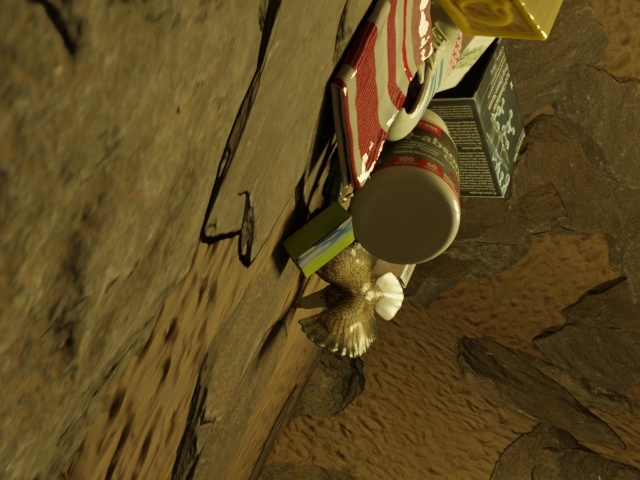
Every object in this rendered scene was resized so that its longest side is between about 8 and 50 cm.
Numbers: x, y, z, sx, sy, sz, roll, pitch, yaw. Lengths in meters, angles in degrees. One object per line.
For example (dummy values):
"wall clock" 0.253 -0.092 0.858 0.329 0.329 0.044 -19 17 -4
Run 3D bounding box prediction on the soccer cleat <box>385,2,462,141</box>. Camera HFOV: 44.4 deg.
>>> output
"soccer cleat" 0.193 -0.337 1.484 0.143 0.116 0.331 97 18 -70

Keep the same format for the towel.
"towel" 0.101 -0.264 1.157 0.237 0.037 0.329 78 34 -57

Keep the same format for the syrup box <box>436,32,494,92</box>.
"syrup box" 0.305 -0.441 1.755 0.093 0.096 0.237 -24 163 -34

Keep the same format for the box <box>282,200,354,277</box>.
"box" 0.000 0.000 1.234 0.109 0.042 0.178 -38 168 -4

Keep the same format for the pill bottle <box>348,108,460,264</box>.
"pill bottle" 0.177 -0.128 1.599 0.363 0.210 0.210 -76 -175 -57

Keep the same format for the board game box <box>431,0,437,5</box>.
"board game box" 0.300 -0.640 1.592 0.213 0.046 0.317 48 66 -82

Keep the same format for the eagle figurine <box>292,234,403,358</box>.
"eagle figurine" 0.047 0.110 1.612 0.225 0.226 0.298 -45 177 -4

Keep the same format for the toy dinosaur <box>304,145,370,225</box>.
"toy dinosaur" 0.044 -0.132 1.264 0.118 0.064 0.268 -44 154 -57

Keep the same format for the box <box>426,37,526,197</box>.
"box" 0.455 -0.368 2.383 0.293 0.212 0.395 -63 142 -33

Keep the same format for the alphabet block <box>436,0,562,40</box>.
"alphabet block" 0.330 -0.500 1.417 0.193 0.192 0.197 31 82 -45

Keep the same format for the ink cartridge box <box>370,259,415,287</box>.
"ink cartridge box" 0.140 0.017 1.995 0.189 0.232 0.066 -62 150 -29
